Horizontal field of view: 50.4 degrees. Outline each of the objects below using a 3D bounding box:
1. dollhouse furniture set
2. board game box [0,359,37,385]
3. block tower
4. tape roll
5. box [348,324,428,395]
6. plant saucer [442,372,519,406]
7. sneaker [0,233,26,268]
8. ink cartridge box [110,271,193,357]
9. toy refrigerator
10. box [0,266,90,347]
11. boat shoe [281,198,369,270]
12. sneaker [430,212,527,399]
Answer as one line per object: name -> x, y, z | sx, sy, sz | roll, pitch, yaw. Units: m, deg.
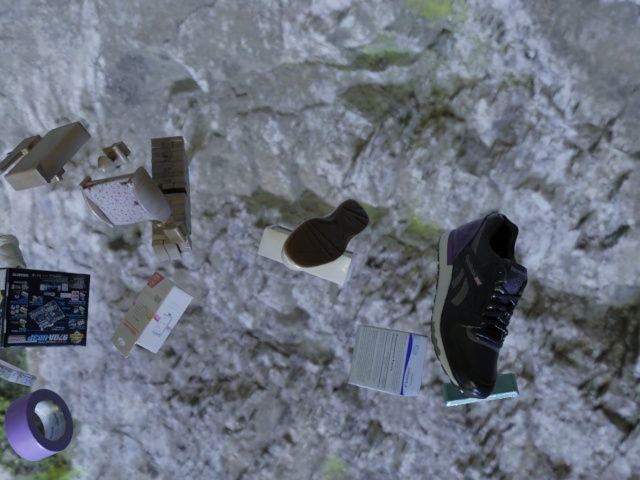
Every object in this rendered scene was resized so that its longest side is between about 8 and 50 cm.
dollhouse furniture set -> -0.543, -0.074, 1.587 | 0.355, 0.303, 0.174 | 59, 41, -33
board game box -> -0.756, 0.310, 1.629 | 0.154, 0.103, 0.026 | 98, 17, -73
block tower -> -0.398, -0.116, 1.814 | 0.097, 0.091, 0.335 | 91, -8, -63
tape roll -> -0.808, 0.530, 1.960 | 0.080, 0.189, 0.189 | -26, 176, 13
box -> 0.138, 0.245, 1.395 | 0.072, 0.137, 0.126 | 17, 80, -47
plant saucer -> 0.416, 0.387, 1.779 | 0.018, 0.192, 0.067 | 67, 16, -46
sneaker -> -0.838, 0.111, 1.769 | 0.099, 0.121, 0.262 | -10, 144, -48
ink cartridge box -> -0.401, 0.185, 1.609 | 0.067, 0.115, 0.198 | 39, 81, -38
toy refrigerator -> -0.035, 0.035, 1.991 | 0.102, 0.269, 0.094 | -21, 131, -74
box -> -0.631, 0.155, 1.550 | 0.220, 0.051, 0.175 | 11, 78, -57
boat shoe -> 0.000, 0.000, 1.526 | 0.098, 0.109, 0.302 | -37, 180, 39
sneaker -> 0.238, 0.083, 0.990 | 0.124, 0.107, 0.283 | -32, -136, 44
